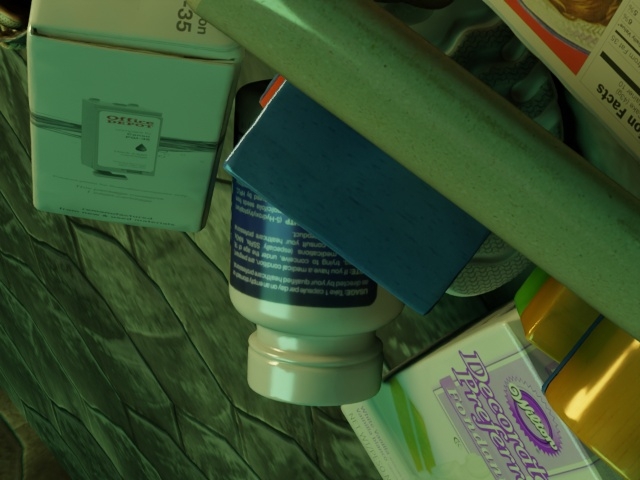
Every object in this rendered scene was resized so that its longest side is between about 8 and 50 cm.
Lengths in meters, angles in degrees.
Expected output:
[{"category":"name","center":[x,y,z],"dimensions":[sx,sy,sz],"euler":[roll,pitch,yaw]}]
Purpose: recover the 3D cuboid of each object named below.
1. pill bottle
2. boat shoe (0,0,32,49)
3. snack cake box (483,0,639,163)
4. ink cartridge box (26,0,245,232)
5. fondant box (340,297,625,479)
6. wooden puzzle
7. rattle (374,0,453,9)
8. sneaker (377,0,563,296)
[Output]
[{"category":"pill bottle","center":[0.000,0.000,1.136],"dimensions":[0.112,0.112,0.186],"euler":[25,116,58]},{"category":"boat shoe","center":[-0.211,-0.214,1.413],"dimensions":[0.132,0.130,0.355],"euler":[53,160,19]},{"category":"snack cake box","center":[0.132,-0.131,0.670],"dimensions":[0.264,0.089,0.152],"euler":[51,137,23]},{"category":"ink cartridge box","center":[-0.103,-0.149,1.105],"dimensions":[0.283,0.117,0.207],"euler":[113,164,-70]},{"category":"fondant box","center":[0.148,0.154,1.116],"dimensions":[0.238,0.096,0.330],"euler":[59,160,3]},{"category":"wooden puzzle","center":[0.081,0.003,0.754],"dimensions":[0.322,0.080,0.348],"euler":[37,-175,-3]},{"category":"rattle","center":[0.028,-0.175,0.807],"dimensions":[0.200,0.130,0.143],"euler":[36,-170,-36]},{"category":"sneaker","center":[0.051,-0.108,1.004],"dimensions":[0.115,0.105,0.281],"euler":[-151,43,-77]}]
